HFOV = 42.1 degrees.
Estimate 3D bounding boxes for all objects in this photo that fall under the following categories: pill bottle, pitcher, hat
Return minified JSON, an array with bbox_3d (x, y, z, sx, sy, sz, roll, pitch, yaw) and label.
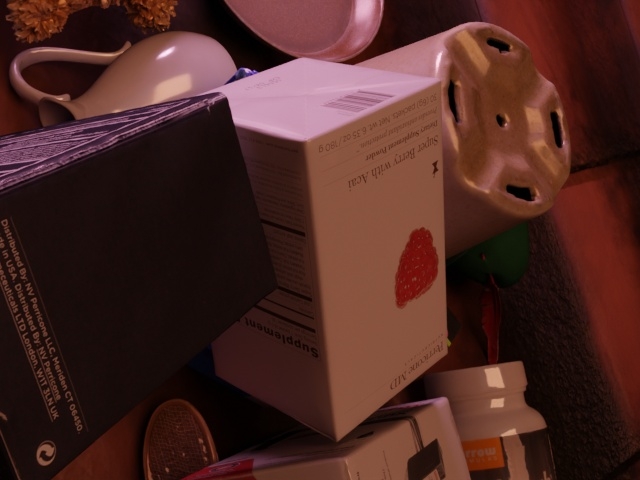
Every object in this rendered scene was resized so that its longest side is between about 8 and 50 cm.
[{"bbox_3d":[0.217,0.301,1.061,0.162,0.162,0.278,0,77,-40],"label":"pill bottle"},{"bbox_3d":[-0.206,-0.162,0.892,0.207,0.125,0.178,-35,82,-32],"label":"pitcher"},{"bbox_3d":[0.274,0.051,1.160,0.173,0.208,0.183,-41,88,-19],"label":"hat"}]

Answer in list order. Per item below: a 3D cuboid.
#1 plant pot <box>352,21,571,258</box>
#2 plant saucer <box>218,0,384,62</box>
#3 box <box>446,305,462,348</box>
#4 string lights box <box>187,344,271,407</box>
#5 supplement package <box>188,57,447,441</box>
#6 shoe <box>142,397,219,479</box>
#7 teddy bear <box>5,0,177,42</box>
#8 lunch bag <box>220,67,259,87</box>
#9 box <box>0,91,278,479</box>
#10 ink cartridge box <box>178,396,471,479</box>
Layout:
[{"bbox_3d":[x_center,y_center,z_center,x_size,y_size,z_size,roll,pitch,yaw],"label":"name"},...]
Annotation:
[{"bbox_3d":[0.111,-0.100,1.000,0.334,0.305,0.334,13,68,-37],"label":"plant pot"},{"bbox_3d":[-0.047,-0.373,1.115,0.310,0.050,0.310,14,66,-35],"label":"plant saucer"},{"bbox_3d":[0.139,0.109,1.127,0.083,0.052,0.062,51,52,-14],"label":"box"},{"bbox_3d":[-0.119,0.066,0.910,0.259,0.077,0.133,35,57,-26],"label":"string lights box"},{"bbox_3d":[0.000,0.000,0.784,0.177,0.175,0.293,-30,126,-38],"label":"supplement package"},{"bbox_3d":[-0.134,0.273,0.857,0.076,0.058,0.219,-12,79,-10],"label":"shoe"},{"bbox_3d":[-0.197,-0.325,0.845,0.338,0.113,0.245,-30,131,-53],"label":"teddy bear"},{"bbox_3d":[-0.078,-0.096,0.886,0.151,0.096,0.129,-62,152,5],"label":"lunch bag"},{"bbox_3d":[-0.238,0.026,0.620,0.294,0.296,0.183,-40,120,-54],"label":"box"},{"bbox_3d":[0.011,0.249,0.830,0.273,0.197,0.114,-1,76,-63],"label":"ink cartridge box"}]
